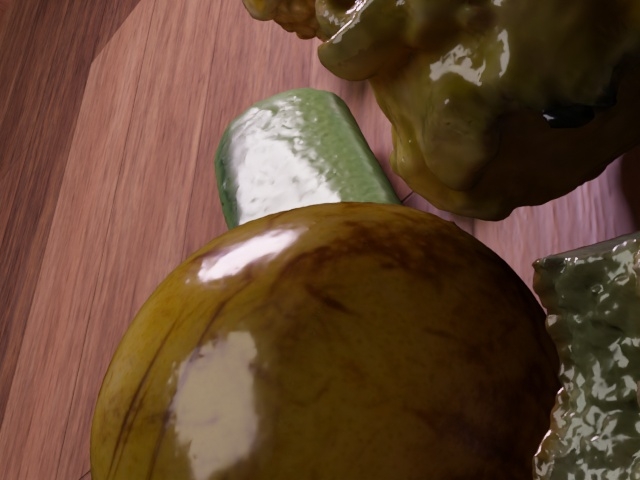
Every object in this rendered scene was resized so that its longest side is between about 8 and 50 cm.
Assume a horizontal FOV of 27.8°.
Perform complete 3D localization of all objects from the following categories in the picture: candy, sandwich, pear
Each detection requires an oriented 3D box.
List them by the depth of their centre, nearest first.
[{"bbox_3d":[0.191,0.032,0.548,0.108,0.186,0.220,-9,57,58],"label":"sandwich"},{"bbox_3d":[0.006,0.118,0.731,0.281,0.281,0.280,-45,30,35],"label":"pear"},{"bbox_3d":[0.000,0.000,1.045,0.142,0.132,0.343,-16,35,-1],"label":"candy"}]

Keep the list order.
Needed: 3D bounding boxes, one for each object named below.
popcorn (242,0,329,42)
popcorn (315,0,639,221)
[{"bbox_3d":[0.008,-0.279,1.286,0.194,0.163,0.140,-37,39,-19],"label":"popcorn"},{"bbox_3d":[0.131,-0.149,0.771,0.215,0.252,0.286,26,86,53],"label":"popcorn"}]
